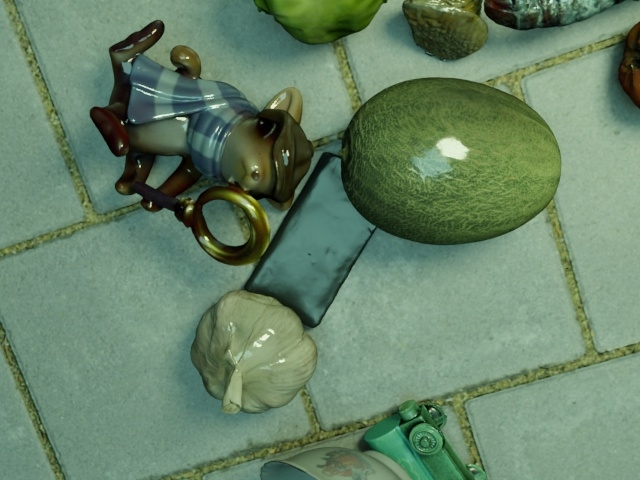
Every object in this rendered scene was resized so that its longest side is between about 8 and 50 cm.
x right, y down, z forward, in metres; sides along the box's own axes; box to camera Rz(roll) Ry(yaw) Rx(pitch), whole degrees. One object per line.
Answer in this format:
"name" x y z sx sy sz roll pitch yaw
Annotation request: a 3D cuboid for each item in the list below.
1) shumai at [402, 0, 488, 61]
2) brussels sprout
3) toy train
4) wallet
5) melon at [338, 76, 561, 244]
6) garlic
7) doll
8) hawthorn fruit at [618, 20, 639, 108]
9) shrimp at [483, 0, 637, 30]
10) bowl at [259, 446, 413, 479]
"shumai" 0.199 -0.354 1.057 0.145 0.145 0.116 17 79 2
"brussels sprout" 0.003 -0.426 0.984 0.227 0.294 0.259 -1 78 -21
"toy train" 0.184 0.396 1.194 0.159 0.101 0.248 -33 95 23
"wallet" 0.000 0.000 1.169 0.146 0.030 0.285 31 100 2
"melon" 0.189 -0.115 1.022 0.329 0.248 0.248 2 100 -5
"garlic" -0.125 0.200 1.116 0.218 0.212 0.218 5 112 13
"doll" -0.183 -0.149 1.067 0.340 0.209 0.318 17 104 0
"hawthorn fruit" 0.554 -0.265 1.021 0.203 0.162 0.162 -1 100 -11
"shrimp" 0.432 -0.404 0.967 0.410 0.221 0.166 -33 76 5
"bowl" 0.071 0.455 1.149 0.157 0.345 0.345 -36 97 -33
